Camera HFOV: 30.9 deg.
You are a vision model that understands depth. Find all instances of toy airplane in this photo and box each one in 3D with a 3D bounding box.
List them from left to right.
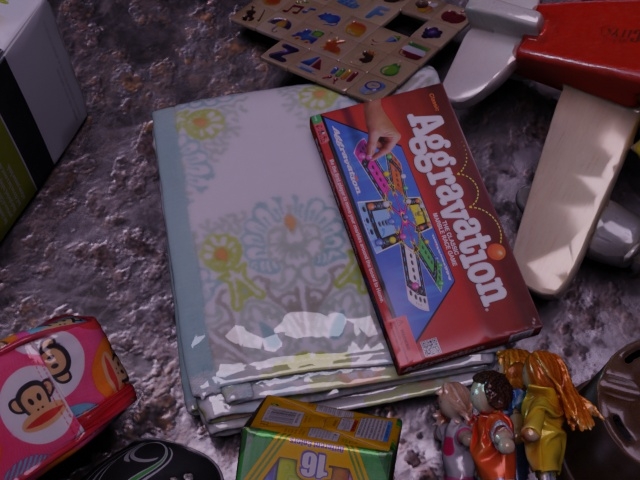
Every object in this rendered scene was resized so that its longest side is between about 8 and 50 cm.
[{"bbox_3d":[0.327,-0.164,1.193,0.386,0.272,0.384,-34,48,21],"label":"toy airplane"}]

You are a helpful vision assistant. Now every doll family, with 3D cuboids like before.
[{"bbox_3d":[0.172,0.174,1.013,0.118,0.263,0.163,1,80,-4],"label":"doll family"}]

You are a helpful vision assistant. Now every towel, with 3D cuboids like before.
[{"bbox_3d":[0.000,0.000,1.193,0.320,0.090,0.374,-8,64,-6],"label":"towel"}]

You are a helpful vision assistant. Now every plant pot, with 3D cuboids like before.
[{"bbox_3d":[0.299,0.172,1.053,0.167,0.165,0.167,-1,63,1],"label":"plant pot"}]

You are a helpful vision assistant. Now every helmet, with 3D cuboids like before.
[{"bbox_3d":[-0.155,0.273,1.017,0.169,0.169,0.161,23,49,12],"label":"helmet"}]

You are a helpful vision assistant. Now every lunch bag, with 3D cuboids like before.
[{"bbox_3d":[-0.327,0.172,1.031,0.293,0.258,0.120,-30,97,-24],"label":"lunch bag"}]

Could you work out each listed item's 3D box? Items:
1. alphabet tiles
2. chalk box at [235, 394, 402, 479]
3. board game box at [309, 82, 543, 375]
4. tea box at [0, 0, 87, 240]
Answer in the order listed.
[{"bbox_3d":[0.024,-0.242,1.307,0.237,0.009,0.198,26,52,29],"label":"alphabet tiles"},{"bbox_3d":[-0.010,0.261,1.015,0.132,0.132,0.213,8,96,5],"label":"chalk box"},{"bbox_3d":[0.099,-0.018,1.136,0.145,0.027,0.281,-15,66,-9],"label":"board game box"},{"bbox_3d":[-0.476,-0.129,1.192,0.329,0.220,0.323,25,66,13],"label":"tea box"}]
